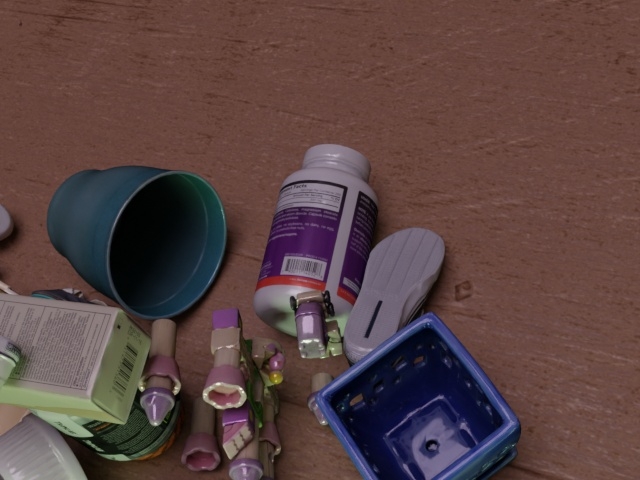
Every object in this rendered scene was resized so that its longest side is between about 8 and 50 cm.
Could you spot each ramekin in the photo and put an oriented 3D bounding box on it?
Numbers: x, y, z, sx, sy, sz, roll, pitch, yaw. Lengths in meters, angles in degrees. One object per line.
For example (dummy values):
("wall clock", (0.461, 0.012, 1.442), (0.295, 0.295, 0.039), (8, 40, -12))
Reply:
("ramekin", (-0.469, 0.399, 1.733), (0.109, 0.207, 0.207), (-31, 56, -29))

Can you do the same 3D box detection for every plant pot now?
("plant pot", (-0.357, -0.017, 1.926), (0.255, 0.271, 0.271), (17, 68, 39))
("plant pot", (0.161, 0.292, 1.624), (0.236, 0.212, 0.236), (-35, 60, -4))

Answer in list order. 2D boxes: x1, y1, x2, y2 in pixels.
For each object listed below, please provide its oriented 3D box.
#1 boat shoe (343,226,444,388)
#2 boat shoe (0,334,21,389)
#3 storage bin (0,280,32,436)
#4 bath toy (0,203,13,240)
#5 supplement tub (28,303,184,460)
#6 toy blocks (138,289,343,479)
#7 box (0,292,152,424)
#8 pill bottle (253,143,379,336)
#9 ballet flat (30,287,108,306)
("boat shoe", (0.115, 0.110, 1.784), (0.121, 0.119, 0.335), (19, 45, 17))
("boat shoe", (-0.548, 0.157, 1.467), (0.268, 0.096, 0.088), (13, 65, 13))
("storage bin", (-0.596, 0.213, 1.883), (0.262, 0.123, 0.260), (32, 74, 2))
("bath toy", (-0.720, 0.074, 2.053), (0.129, 0.151, 0.348), (-17, 51, 49))
("supplement tub", (-0.351, 0.248, 1.736), (0.194, 0.316, 0.193), (-7, 61, 13))
("toy blocks", (-0.105, 0.278, 1.649), (0.309, 0.288, 0.260), (-11, 44, 8))
("box", (-0.425, 0.166, 1.545), (0.311, 0.121, 0.148), (7, 66, 20))
("pill bottle", (0.000, 0.000, 1.844), (0.182, 0.181, 0.322), (4, 64, 18))
("ballet flat", (-0.455, 0.130, 1.979), (0.203, 0.074, 0.074), (17, 69, 29))
